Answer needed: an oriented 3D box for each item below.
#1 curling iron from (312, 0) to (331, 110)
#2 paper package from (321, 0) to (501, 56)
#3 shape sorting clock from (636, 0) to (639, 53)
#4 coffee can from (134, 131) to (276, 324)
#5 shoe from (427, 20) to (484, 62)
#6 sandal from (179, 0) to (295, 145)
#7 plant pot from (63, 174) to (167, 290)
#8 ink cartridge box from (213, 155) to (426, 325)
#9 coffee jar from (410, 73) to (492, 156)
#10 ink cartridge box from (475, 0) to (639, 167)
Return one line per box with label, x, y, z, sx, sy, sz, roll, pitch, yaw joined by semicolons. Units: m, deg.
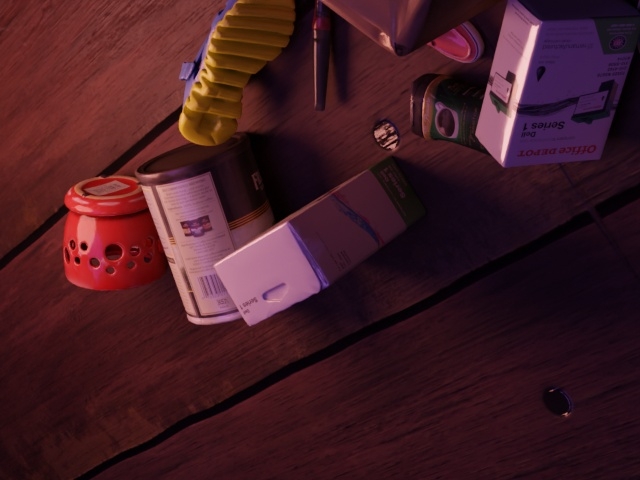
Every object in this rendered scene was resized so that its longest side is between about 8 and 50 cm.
curling iron;-0.007;-0.334;1.976;0.068;0.035;0.274;14;121;39
paper package;0.099;-0.420;1.634;0.309;0.325;0.168;39;133;16
shape sorting clock;0.491;-0.260;1.597;0.206;0.040;0.206;20;125;31
coffee can;-0.176;-0.022;2.172;0.202;0.201;0.275;-3;111;41
shoe;0.145;-0.304;1.832;0.178;0.081;0.063;38;132;17
sandal;-0.149;-0.309;2.056;0.317;0.126;0.138;-52;37;32
plant pot;-0.381;-0.018;2.357;0.191;0.191;0.174;17;118;33
ink cartridge box;0.000;0.000;1.983;0.201;0.278;0.117;-29;93;45
coffee jar;0.215;-0.180;1.844;0.184;0.079;0.096;19;127;30
ink cartridge box;0.311;-0.212;1.678;0.092;0.160;0.219;-121;32;-48
